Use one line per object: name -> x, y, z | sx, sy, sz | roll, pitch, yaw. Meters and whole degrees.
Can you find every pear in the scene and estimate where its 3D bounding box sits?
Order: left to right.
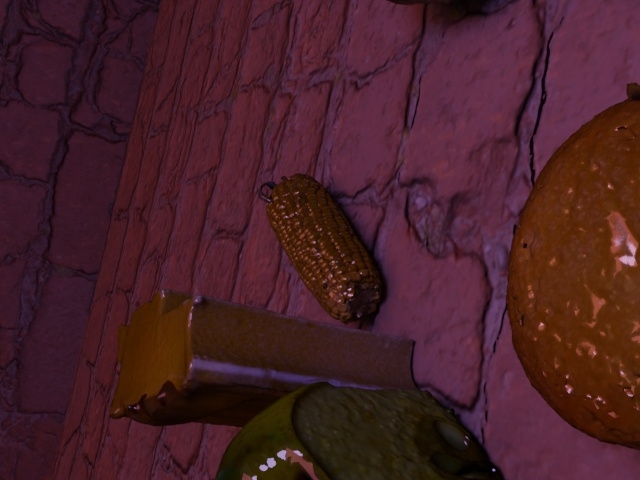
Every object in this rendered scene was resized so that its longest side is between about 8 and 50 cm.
pear -> 0.041, 0.247, 0.598 | 0.164, 0.255, 0.238 | -64, 36, 17

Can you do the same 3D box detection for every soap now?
soap -> -0.069, 0.152, 0.802 | 0.259, 0.281, 0.143 | -28, 52, 52

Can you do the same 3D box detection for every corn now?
corn -> 0.000, 0.000, 0.939 | 0.106, 0.106, 0.293 | -64, 32, 20

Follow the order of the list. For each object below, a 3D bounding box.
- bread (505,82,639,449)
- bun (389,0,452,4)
bread -> 0.229, 0.023, 0.477 | 0.240, 0.139, 0.240 | -34, 49, 51
bun -> 0.145, -0.353, 0.803 | 0.231, 0.133, 0.231 | -41, 22, 21
